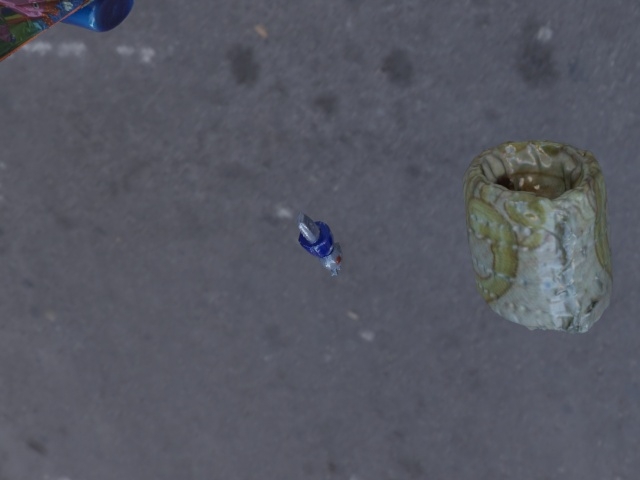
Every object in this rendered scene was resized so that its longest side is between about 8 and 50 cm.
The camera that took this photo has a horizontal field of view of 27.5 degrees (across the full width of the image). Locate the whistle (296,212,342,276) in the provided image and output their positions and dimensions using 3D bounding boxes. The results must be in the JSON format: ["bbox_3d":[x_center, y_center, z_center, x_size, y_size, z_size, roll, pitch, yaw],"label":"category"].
[{"bbox_3d":[0.000,0.000,1.128,0.029,0.033,0.083,-9,147,22],"label":"whistle"}]

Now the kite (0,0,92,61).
[{"bbox_3d":[-0.303,-0.255,1.221,0.234,0.016,0.321,17,152,16],"label":"kite"}]

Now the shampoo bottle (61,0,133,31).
[{"bbox_3d":[-0.292,-0.263,1.360,0.183,0.087,0.050,17,120,16],"label":"shampoo bottle"}]

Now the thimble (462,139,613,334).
[{"bbox_3d":[0.214,-0.004,1.266,0.137,0.190,0.143,-10,115,-2],"label":"thimble"}]
